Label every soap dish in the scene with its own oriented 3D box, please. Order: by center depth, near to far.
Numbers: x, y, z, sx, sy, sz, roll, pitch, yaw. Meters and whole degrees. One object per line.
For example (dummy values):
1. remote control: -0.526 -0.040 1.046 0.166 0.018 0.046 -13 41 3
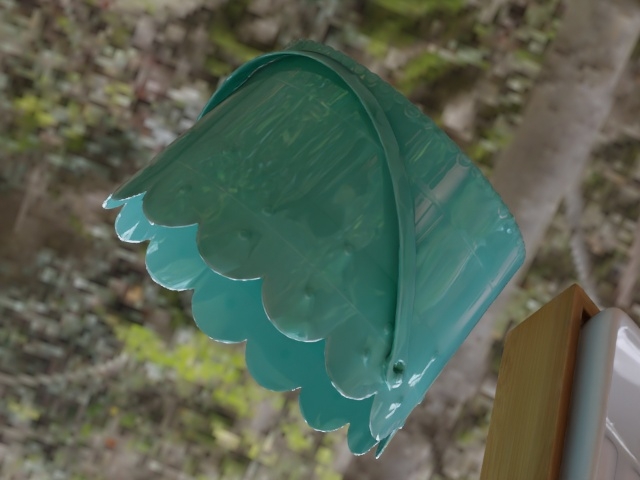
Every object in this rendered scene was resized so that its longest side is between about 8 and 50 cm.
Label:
1. soap dish: 0.244 0.210 1.647 0.291 0.118 0.229 47 -136 -39

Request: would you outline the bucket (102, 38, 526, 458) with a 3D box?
1. bucket: 0.000 0.000 1.406 0.281 0.183 0.281 40 167 11
